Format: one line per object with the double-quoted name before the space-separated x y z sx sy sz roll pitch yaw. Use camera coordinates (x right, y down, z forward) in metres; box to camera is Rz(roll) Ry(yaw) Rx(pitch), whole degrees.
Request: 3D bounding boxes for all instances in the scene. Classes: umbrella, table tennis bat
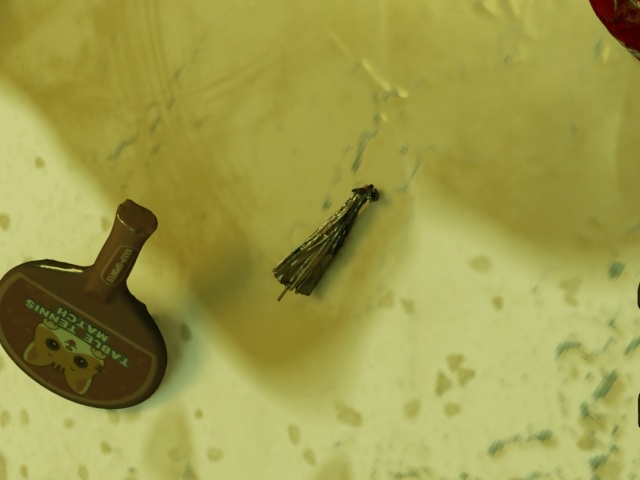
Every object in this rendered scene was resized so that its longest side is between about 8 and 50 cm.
"umbrella" 0.001 0.001 0.760 0.083 0.031 0.020 -46 42 22
"table tennis bat" -0.110 0.006 0.831 0.107 0.119 0.170 31 135 -4

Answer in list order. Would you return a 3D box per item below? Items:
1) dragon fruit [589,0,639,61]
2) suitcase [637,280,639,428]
"dragon fruit" 0.176 -0.099 0.623 0.094 0.094 0.190 -38 89 26
"suitcase" 0.276 0.103 0.598 0.286 0.066 0.206 2 96 28
